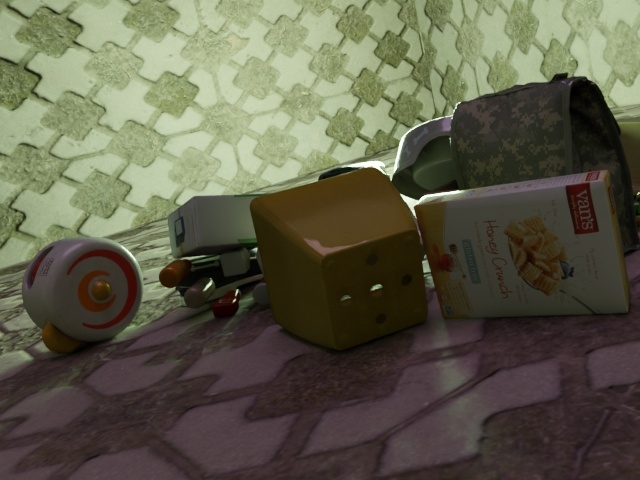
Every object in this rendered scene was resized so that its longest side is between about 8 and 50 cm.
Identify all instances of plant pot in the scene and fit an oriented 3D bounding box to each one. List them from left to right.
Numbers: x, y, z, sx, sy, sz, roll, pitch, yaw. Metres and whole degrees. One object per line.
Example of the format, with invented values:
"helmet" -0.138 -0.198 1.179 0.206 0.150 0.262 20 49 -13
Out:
"plant pot" 0.043 0.037 0.973 0.212 0.212 0.187 -17 24 -16

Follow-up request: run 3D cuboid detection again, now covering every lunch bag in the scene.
"lunch bag" 0.342 -0.109 1.073 0.169 0.287 0.235 -21 12 -31

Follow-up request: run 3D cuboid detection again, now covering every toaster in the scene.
"toaster" 0.100 -0.168 2.070 0.227 0.129 0.146 -7 9 39

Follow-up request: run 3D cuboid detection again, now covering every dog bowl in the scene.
"dog bowl" 0.334 -0.179 1.542 0.349 0.102 0.349 1 -14 0

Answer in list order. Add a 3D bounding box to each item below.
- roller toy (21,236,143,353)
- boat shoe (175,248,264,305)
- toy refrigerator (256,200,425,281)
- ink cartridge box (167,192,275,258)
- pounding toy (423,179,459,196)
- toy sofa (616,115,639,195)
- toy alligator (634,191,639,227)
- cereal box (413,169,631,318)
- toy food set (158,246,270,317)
"roller toy" -0.436 0.090 1.258 0.146 0.191 0.209 -1 17 45
"boat shoe" -0.168 0.044 1.424 0.114 0.091 0.302 -2 16 44
"toy refrigerator" 0.038 0.013 1.146 0.269 0.094 0.102 -10 53 -20
"ink cartridge box" -0.184 -0.025 1.263 0.154 0.093 0.212 -4 -3 -25
"pounding toy" 0.303 -0.064 1.389 0.181 0.094 0.206 -3 16 46
"toy sofa" 0.668 -0.159 1.287 0.177 0.150 0.362 -11 10 -12
"toy alligator" 0.542 -0.047 1.147 0.190 0.056 0.051 -3 -27 46
"cereal box" 0.253 0.013 0.866 0.240 0.173 0.047 -7 19 34
"toy food set" -0.162 0.069 1.244 0.232 0.111 0.104 -11 11 9
